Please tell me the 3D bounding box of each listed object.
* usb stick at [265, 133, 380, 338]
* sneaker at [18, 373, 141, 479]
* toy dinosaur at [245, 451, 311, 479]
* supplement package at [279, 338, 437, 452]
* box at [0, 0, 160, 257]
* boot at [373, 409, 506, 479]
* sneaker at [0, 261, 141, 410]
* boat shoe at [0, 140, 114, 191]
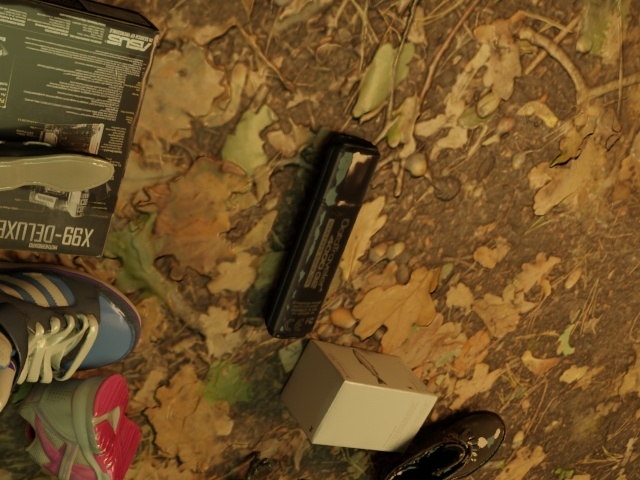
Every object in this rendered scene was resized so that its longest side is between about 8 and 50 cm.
[{"bbox_3d":[0.000,0.000,0.997,0.077,0.045,0.278,3,116,-40],"label":"usb stick"},{"bbox_3d":[-0.286,0.235,0.943,0.111,0.103,0.252,11,133,5],"label":"sneaker"},{"bbox_3d":[-0.079,0.381,1.142,0.268,0.064,0.118,32,88,-25],"label":"toy dinosaur"},{"bbox_3d":[0.054,0.222,1.122,0.179,0.105,0.105,17,109,-37],"label":"supplement package"},{"bbox_3d":[-0.324,-0.117,0.715,0.308,0.076,0.242,6,115,-33],"label":"box"},{"bbox_3d":[0.195,0.331,1.207,0.263,0.091,0.229,-27,164,-12],"label":"boot"},{"bbox_3d":[-0.296,0.113,0.764,0.323,0.236,0.130,24,104,-38],"label":"sneaker"},{"bbox_3d":[-0.251,-0.069,0.711,0.125,0.038,0.046,-6,140,-26],"label":"boat shoe"}]
